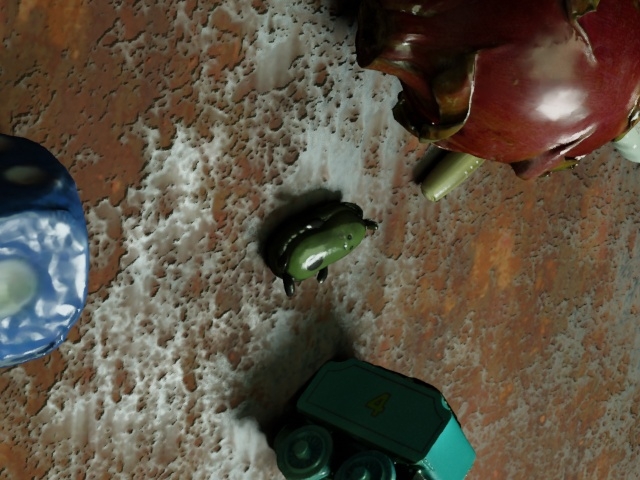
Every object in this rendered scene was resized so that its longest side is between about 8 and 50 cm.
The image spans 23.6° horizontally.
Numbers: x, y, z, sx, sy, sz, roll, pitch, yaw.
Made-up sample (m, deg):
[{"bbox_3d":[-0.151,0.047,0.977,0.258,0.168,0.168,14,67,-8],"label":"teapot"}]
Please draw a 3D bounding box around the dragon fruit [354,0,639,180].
[{"bbox_3d":[0.183,-0.181,1.367,0.315,0.250,0.250,28,95,-27],"label":"dragon fruit"}]

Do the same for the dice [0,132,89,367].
[{"bbox_3d":[-0.261,0.008,1.156,0.143,0.146,0.146,-11,122,-33],"label":"dice"}]

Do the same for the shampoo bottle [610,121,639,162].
[{"bbox_3d":[0.349,-0.118,1.663,0.077,0.045,0.152,-49,134,-8],"label":"shampoo bottle"}]

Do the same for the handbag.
[{"bbox_3d":[0.000,0.000,1.439,0.111,0.047,0.072,-30,132,-20],"label":"handbag"}]

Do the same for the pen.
[{"bbox_3d":[0.187,-0.119,1.538,0.233,0.032,0.040,-42,157,-14],"label":"pen"}]

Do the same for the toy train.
[{"bbox_3d":[0.053,0.207,1.507,0.154,0.198,0.107,-54,138,-20],"label":"toy train"}]
